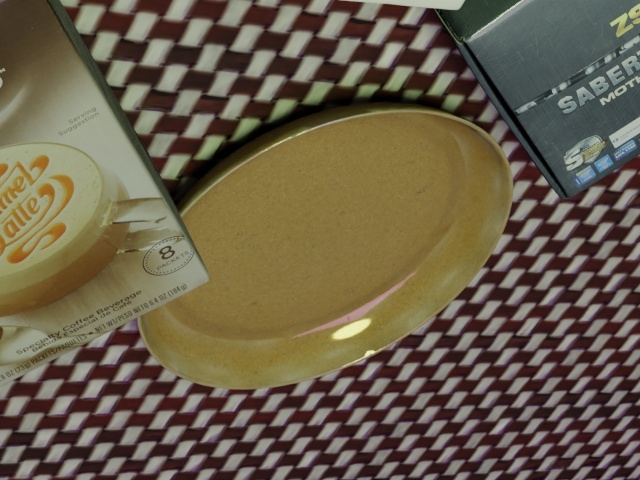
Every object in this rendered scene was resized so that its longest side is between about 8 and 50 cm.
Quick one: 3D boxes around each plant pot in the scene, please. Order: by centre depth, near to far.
[{"bbox_3d":[0.000,0.000,1.134,0.236,0.032,0.236,-17,143,-13],"label":"plant pot"}]

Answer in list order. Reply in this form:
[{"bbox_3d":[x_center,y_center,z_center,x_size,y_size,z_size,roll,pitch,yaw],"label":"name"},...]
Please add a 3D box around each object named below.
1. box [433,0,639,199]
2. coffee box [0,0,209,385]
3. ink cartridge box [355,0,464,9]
[{"bbox_3d":[0.191,-0.140,1.060,0.233,0.059,0.183,-33,143,6],"label":"box"},{"bbox_3d":[-0.164,-0.045,0.909,0.141,0.098,0.246,-28,145,-1],"label":"coffee box"},{"bbox_3d":[-0.018,-0.162,0.855,0.180,0.104,0.060,1,137,-33],"label":"ink cartridge box"}]
